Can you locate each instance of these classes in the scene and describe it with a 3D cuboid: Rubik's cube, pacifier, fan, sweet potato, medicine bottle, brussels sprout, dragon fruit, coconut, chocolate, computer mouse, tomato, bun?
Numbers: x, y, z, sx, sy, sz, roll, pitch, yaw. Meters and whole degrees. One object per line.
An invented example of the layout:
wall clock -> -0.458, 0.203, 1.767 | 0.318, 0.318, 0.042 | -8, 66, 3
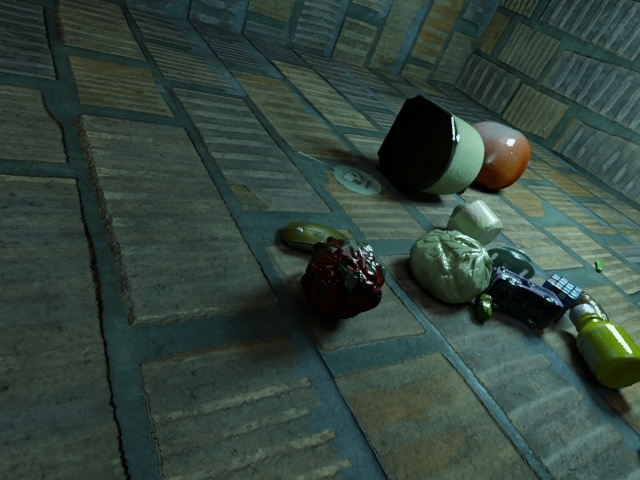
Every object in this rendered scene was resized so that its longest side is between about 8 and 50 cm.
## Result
Rubik's cube -> 0.687, 0.164, 1.268 | 0.092, 0.092, 0.092 | -17, 50, -45
pacifier -> 0.565, 0.084, 1.307 | 0.150, 0.127, 0.116 | 36, 58, 6
fan -> 0.068, -0.248, 1.540 | 0.329, 0.009, 0.191 | 27, 33, 4
sweet potato -> 0.809, 0.227, 1.278 | 0.066, 0.072, 0.314 | 31, 28, -16
medicine bottle -> 0.729, 0.262, 1.128 | 0.122, 0.122, 0.212 | 16, 33, -12
brussels sprout -> 0.429, 0.172, 1.132 | 0.046, 0.051, 0.083 | 1, 28, 14
dragon fruit -> 0.047, 0.077, 0.920 | 0.182, 0.182, 0.188 | 23, 42, -2
coconut -> 0.494, -0.058, 1.418 | 0.147, 0.147, 0.152 | -9, 52, -40
chocolate -> 0.435, -0.323, 1.631 | 0.297, 0.314, 0.326 | 4, 33, -43
computer mouse -> 0.001, -0.001, 1.112 | 0.199, 0.045, 0.102 | 17, 31, -11
tomato -> 0.758, -0.395, 1.949 | 0.341, 0.273, 0.341 | 17, 34, -12
bun -> 0.357, 0.057, 1.169 | 0.229, 0.145, 0.229 | 18, 36, -14

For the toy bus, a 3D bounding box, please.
toy bus -> 0.549, 0.152, 1.196 | 0.199, 0.096, 0.108 | 26, 28, -1

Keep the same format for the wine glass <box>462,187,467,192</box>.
wine glass -> 0.525, -0.289, 1.809 | 0.222, 0.103, 0.103 | 32, 33, 9

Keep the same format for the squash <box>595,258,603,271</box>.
squash -> 1.079, 0.097, 1.680 | 0.027, 0.027, 0.089 | 31, 35, 10
